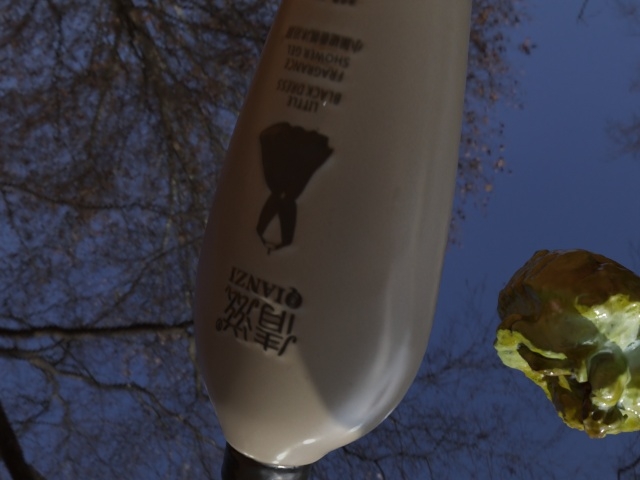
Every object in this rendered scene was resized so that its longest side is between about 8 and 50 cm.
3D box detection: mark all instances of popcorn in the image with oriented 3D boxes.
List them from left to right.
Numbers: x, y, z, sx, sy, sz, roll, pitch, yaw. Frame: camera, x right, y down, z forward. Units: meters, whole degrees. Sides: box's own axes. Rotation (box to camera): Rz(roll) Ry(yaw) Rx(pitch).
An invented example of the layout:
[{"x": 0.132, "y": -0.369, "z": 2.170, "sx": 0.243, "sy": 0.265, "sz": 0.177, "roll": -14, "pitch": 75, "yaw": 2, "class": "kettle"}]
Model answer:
[{"x": 0.301, "y": 0.110, "z": 1.031, "sx": 0.221, "sy": 0.204, "sz": 0.184, "roll": 44, "pitch": -101, "yaw": 4, "class": "popcorn"}]

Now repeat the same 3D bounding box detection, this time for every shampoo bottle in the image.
[{"x": 0.000, "y": 0.000, "z": 0.424, "sx": 0.127, "sy": 0.078, "sz": 0.257, "roll": 19, "pitch": -76, "yaw": 31, "class": "shampoo bottle"}]
